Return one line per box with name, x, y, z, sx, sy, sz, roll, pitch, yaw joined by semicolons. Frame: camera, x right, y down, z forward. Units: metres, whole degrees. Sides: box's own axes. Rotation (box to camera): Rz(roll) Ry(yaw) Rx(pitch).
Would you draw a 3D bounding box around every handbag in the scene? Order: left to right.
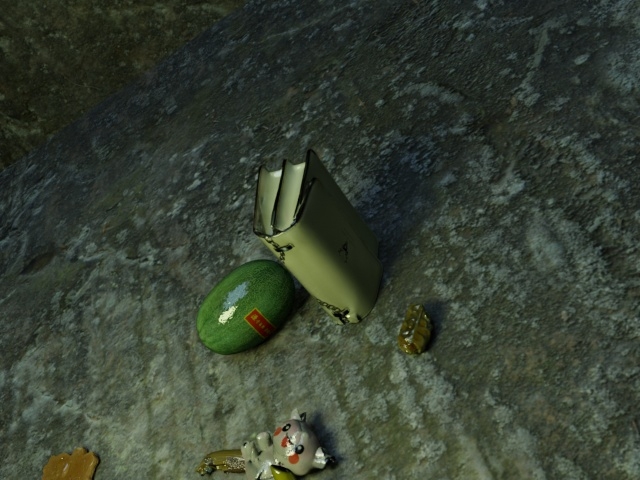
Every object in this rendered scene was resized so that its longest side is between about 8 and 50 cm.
handbag;0.000;0.000;1.826;0.160;0.358;0.237;-14;48;26

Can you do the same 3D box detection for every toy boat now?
toy boat;-0.213;0.493;1.790;0.149;0.047;0.049;-15;47;26

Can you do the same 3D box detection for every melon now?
melon;-0.172;0.154;1.958;0.287;0.182;0.182;-44;40;1

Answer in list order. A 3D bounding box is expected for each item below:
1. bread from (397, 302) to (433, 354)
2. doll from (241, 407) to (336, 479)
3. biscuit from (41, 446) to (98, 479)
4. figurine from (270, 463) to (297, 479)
bread;0.204;0.192;1.729;0.066;0.060;0.110;17;62;11
doll;-0.074;0.450;1.688;0.192;0.095;0.149;-35;47;5
biscuit;-0.634;0.589;2.044;0.184;0.027;0.133;-23;44;22
figurine;-0.016;0.583;1.466;0.326;0.169;0.218;20;64;45
